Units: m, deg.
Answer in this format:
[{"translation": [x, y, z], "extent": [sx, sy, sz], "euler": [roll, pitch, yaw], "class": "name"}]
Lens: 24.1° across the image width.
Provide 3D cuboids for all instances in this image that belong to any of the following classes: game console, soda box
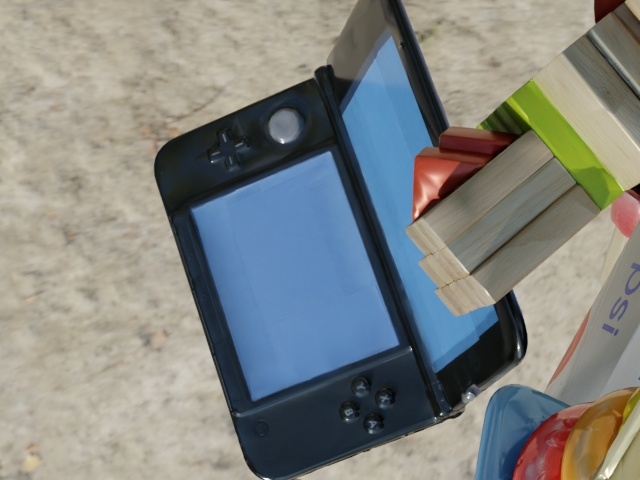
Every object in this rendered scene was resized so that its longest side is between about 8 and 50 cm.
[{"translation": [0.000, 0.000, 1.090], "extent": [0.250, 0.173, 0.293], "euler": [-22, 73, 11], "class": "game console"}, {"translation": [0.210, 0.100, 0.977], "extent": [0.091, 0.098, 0.286], "euler": [28, 92, -10], "class": "soda box"}]

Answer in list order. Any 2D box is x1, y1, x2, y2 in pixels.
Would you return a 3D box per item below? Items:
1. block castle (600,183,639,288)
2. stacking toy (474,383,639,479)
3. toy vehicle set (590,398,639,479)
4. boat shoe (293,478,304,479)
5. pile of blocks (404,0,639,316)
[{"translation": [0.545, 0.026, 1.536], "extent": [0.453, 0.303, 0.213], "euler": [33, 134, 27], "class": "block castle"}, {"translation": [0.221, 0.112, 0.744], "extent": [0.175, 0.166, 0.302], "euler": [26, 139, -18], "class": "stacking toy"}, {"translation": [0.146, 0.108, 0.553], "extent": [0.035, 0.166, 0.267], "euler": [21, 117, -8], "class": "toy vehicle set"}, {"translation": [0.068, 0.369, 1.619], "extent": [0.342, 0.123, 0.123], "euler": [34, 88, 0], "class": "boat shoe"}, {"translation": [0.179, -0.106, 0.852], "extent": [0.362, 0.149, 0.112], "euler": [-39, 89, 13], "class": "pile of blocks"}]
